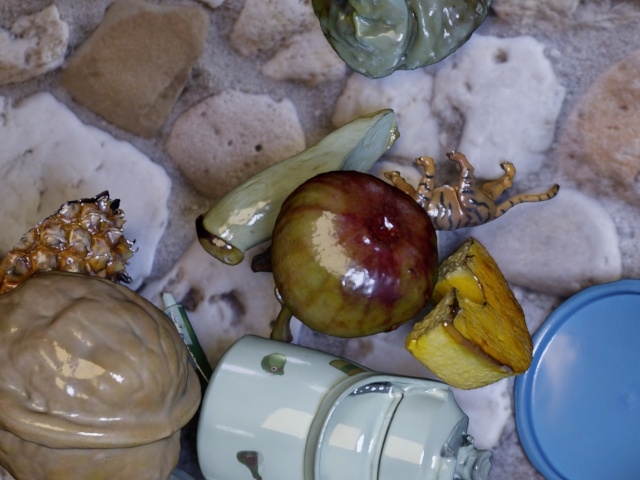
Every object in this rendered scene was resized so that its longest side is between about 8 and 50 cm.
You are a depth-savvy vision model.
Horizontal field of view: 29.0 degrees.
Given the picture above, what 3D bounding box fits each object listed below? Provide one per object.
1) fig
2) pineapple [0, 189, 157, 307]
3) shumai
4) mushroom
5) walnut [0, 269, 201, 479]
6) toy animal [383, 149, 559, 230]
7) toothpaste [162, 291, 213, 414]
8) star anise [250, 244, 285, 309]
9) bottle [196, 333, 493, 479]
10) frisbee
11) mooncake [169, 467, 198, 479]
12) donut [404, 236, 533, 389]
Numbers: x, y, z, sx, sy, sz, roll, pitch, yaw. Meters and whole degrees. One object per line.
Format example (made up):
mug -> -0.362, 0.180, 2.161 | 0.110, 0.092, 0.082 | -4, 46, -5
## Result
fig -> 0.002, 0.055, 1.588 | 0.321, 0.217, 0.216 | -43, 58, 45
pineapple -> -0.308, 0.114, 1.754 | 0.262, 0.262, 0.271 | -42, 78, 4
shumai -> 0.094, -0.415, 1.720 | 0.304, 0.263, 0.309 | -29, 67, 12
mushroom -> -0.022, -0.077, 1.693 | 0.333, 0.087, 0.107 | -30, 41, -13
walnut -> -0.288, 0.189, 1.533 | 0.285, 0.285, 0.296 | 17, 110, 24
toy animal -> 0.198, -0.053, 1.645 | 0.255, 0.114, 0.116 | -6, 81, -2
toothpaste -> -0.187, 0.163, 1.779 | 0.049, 0.031, 0.204 | -30, 68, 11
star anise -> -0.011, 0.012, 1.736 | 0.212, 0.073, 0.196 | 24, 81, 27
bottle -> 0.035, 0.255, 1.565 | 0.352, 0.229, 0.229 | 12, 79, 23
frisbee -> 0.372, 0.189, 1.534 | 0.290, 0.049, 0.289 | -18, 62, 37
mooncake -> -0.167, 0.439, 1.617 | 0.250, 0.136, 0.254 | 24, 110, 28
donut -> 0.197, 0.114, 1.571 | 0.101, 0.259, 0.152 | -38, 98, 22
